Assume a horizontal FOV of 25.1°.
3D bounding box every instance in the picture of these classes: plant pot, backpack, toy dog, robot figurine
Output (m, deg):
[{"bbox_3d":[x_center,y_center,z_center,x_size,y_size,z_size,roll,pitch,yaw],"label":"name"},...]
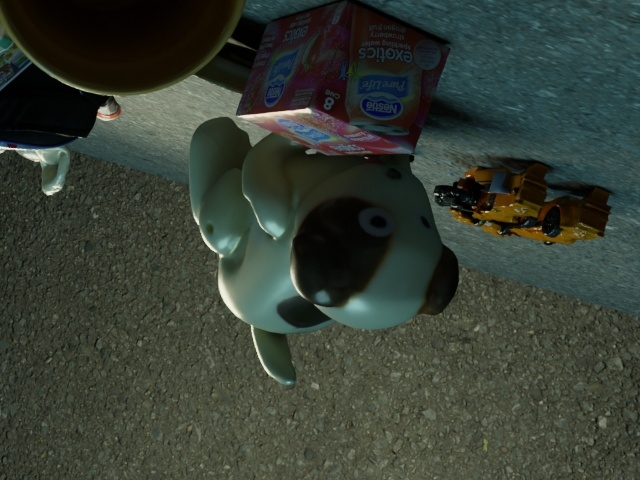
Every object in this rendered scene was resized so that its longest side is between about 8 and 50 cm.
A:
[{"bbox_3d":[-0.080,-0.207,1.774,0.236,0.032,0.236,19,-168,-4],"label":"plant pot"},{"bbox_3d":[-0.418,-0.234,1.881,0.263,0.276,0.213,15,-177,-31],"label":"backpack"},{"bbox_3d":[0.000,0.000,1.901,0.284,0.395,0.408,18,175,-26],"label":"toy dog"},{"bbox_3d":[0.290,-0.052,2.087,0.211,0.085,0.291,21,175,-18],"label":"robot figurine"},{"bbox_3d":[-0.174,-0.239,1.202,0.205,0.205,0.188,21,-169,-18],"label":"plant pot"}]

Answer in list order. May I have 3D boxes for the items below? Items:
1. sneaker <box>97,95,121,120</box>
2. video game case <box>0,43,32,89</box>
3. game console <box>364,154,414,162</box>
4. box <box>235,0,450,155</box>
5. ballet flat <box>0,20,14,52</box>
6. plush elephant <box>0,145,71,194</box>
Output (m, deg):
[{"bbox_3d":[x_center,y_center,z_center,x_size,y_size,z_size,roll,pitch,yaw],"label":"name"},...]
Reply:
[{"bbox_3d":[-0.457,-0.286,2.770,0.158,0.061,0.065,18,148,13],"label":"sneaker"},{"bbox_3d":[-0.325,-0.256,1.599,0.023,0.201,0.183,49,-179,11],"label":"video game case"},{"bbox_3d":[0.071,-0.156,2.235,0.122,0.071,0.107,17,-155,38],"label":"game console"},{"bbox_3d":[0.017,-0.169,1.557,0.128,0.122,0.257,22,175,-21],"label":"box"},{"bbox_3d":[-0.391,-0.296,1.151,0.400,0.139,0.139,44,166,-22],"label":"ballet flat"},{"bbox_3d":[-0.506,-0.218,2.302,0.330,0.272,0.255,-4,147,2],"label":"plush elephant"}]
